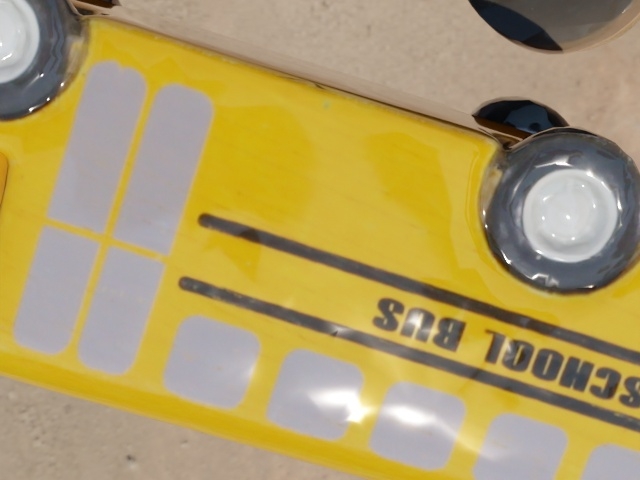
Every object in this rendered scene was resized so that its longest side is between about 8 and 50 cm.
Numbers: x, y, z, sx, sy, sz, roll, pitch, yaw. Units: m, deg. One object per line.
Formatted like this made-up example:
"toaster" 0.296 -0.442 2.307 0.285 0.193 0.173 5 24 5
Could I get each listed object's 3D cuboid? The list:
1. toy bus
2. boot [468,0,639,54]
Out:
"toy bus" 0.000 0.000 0.418 0.332 0.108 0.130 17 101 -5
"boot" 0.109 -0.195 0.515 0.112 0.115 0.305 -13 60 25
